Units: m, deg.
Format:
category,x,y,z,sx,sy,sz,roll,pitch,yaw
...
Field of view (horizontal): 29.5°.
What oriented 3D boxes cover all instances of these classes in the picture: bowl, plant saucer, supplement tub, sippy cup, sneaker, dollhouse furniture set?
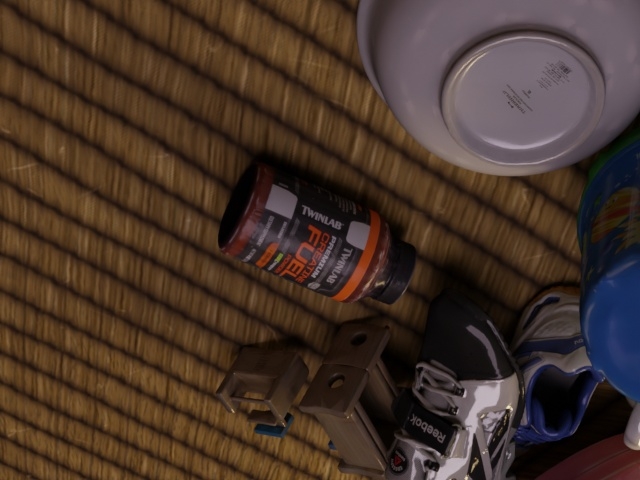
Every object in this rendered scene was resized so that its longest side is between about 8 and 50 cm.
category,x,y,z,sx,sy,sz,roll,pitch,yaw
bowl,0.179,-0.160,1.103,0.298,0.134,0.297,2,132,3
plant saucer,0.313,0.338,1.478,0.332,0.084,0.332,-24,150,-15
supplement tub,0.000,0.000,1.275,0.198,0.106,0.106,22,129,-15
sippy cup,0.329,0.031,1.077,0.240,0.224,0.305,-30,102,32
sneaker,0.238,0.188,1.406,0.112,0.131,0.296,12,132,-8
dollhouse furniture set,0.003,0.181,1.443,0.184,0.129,0.129,3,137,35
sneaker,0.139,0.210,1.351,0.146,0.122,0.330,-27,127,-27

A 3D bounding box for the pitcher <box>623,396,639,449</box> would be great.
category,x,y,z,sx,sy,sz,roll,pitch,yaw
pitcher,0.372,0.110,1.296,0.126,0.177,0.207,18,136,19
